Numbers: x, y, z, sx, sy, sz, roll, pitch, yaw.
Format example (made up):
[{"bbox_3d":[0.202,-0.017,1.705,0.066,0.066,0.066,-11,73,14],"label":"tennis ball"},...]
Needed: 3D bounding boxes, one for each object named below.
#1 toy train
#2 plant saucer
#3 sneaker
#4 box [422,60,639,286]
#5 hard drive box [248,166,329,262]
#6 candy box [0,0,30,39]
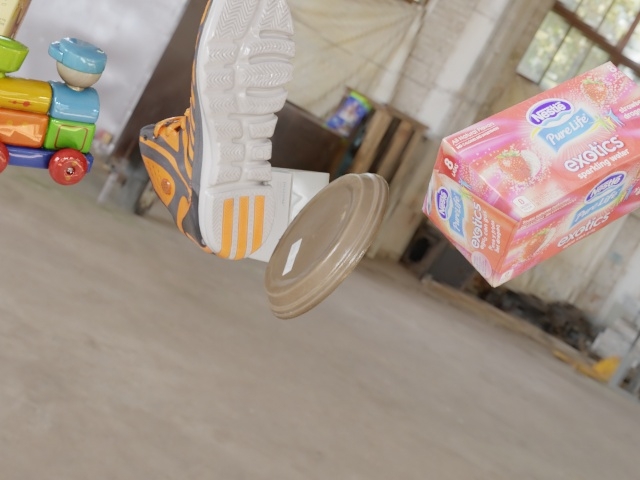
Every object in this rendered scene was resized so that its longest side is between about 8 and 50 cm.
[{"bbox_3d":[-0.346,-0.149,1.133,0.248,0.143,0.105,5,26,-35],"label":"toy train"},{"bbox_3d":[0.000,0.000,1.731,0.041,0.278,0.278,37,3,-21],"label":"plant saucer"},{"bbox_3d":[-0.132,-0.149,1.232,0.124,0.321,0.180,-1,16,-38],"label":"sneaker"},{"bbox_3d":[0.298,-0.090,1.402,0.300,0.142,0.154,-25,59,-26],"label":"box"},{"bbox_3d":[-0.093,-0.051,2.119,0.089,0.181,0.232,1,7,-37],"label":"hard drive box"},{"bbox_3d":[-0.479,-0.303,1.554,0.087,0.316,0.183,27,23,-13],"label":"candy box"}]
